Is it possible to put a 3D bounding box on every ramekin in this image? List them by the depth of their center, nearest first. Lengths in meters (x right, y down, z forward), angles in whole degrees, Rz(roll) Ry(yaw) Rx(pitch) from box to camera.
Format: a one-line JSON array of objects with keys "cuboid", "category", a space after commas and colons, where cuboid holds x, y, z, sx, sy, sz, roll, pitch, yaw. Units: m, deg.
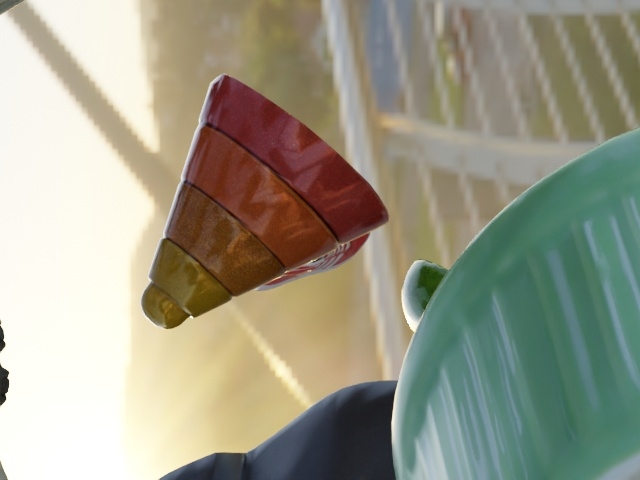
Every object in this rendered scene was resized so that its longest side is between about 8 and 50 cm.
[{"cuboid": [0.183, 0.110, 0.744, 0.148, 0.303, 0.303, -94, 5, -57], "category": "ramekin"}]

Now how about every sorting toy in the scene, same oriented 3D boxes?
[{"cuboid": [0.043, 0.078, 1.017, 0.126, 0.365, 0.127, -48, 5, -8], "category": "sorting toy"}]

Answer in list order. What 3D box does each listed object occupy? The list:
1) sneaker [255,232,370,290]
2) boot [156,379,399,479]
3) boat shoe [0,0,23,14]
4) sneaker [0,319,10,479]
[{"cuboid": [0.000, 0.000, 1.472, 0.042, 0.118, 0.067, 60, 150, 7], "category": "sneaker"}, {"cuboid": [0.019, 0.164, 1.113, 0.305, 0.115, 0.112, -22, 42, 42], "category": "boot"}, {"cuboid": [-0.140, -0.162, 0.824, 0.091, 0.302, 0.114, 56, 153, 19], "category": "boat shoe"}, {"cuboid": [-0.164, 0.113, 0.735, 0.100, 0.108, 0.272, 5, 112, 58], "category": "sneaker"}]
